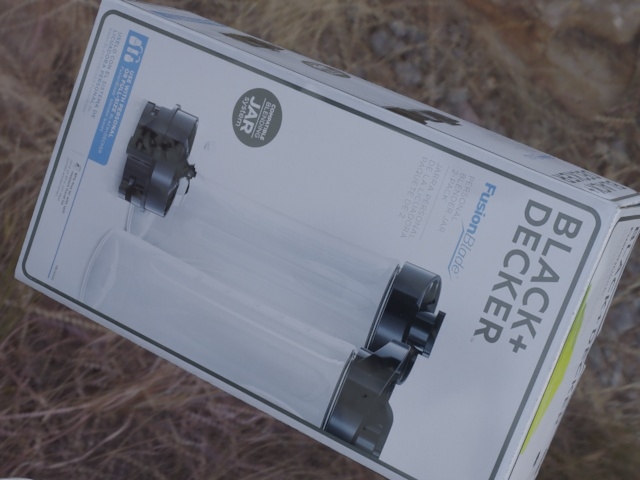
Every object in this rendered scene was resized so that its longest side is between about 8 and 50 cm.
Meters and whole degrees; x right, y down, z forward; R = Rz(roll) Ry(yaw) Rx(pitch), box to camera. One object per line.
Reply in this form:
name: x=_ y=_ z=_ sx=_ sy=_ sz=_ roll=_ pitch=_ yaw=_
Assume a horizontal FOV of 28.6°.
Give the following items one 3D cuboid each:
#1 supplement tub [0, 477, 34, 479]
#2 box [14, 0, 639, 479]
supplement tub: x=-0.254 y=0.360 z=0.896 sx=0.236 sy=0.235 sz=0.324 roll=-13 pitch=71 yaw=-32
box: x=0.000 y=0.000 z=0.647 sx=0.290 sy=0.169 sz=0.087 roll=26 pitch=13 yaw=20
